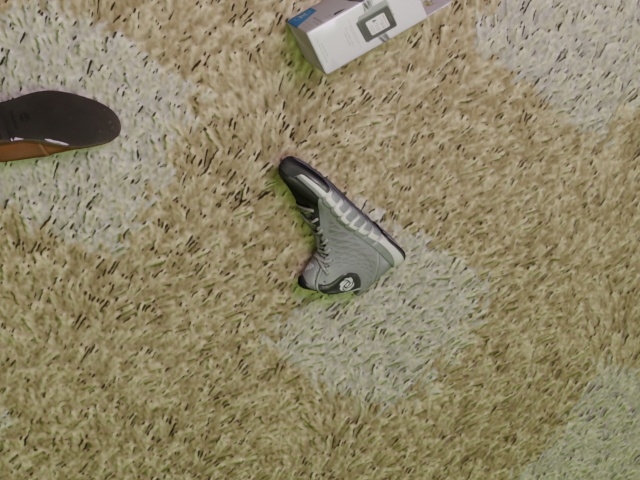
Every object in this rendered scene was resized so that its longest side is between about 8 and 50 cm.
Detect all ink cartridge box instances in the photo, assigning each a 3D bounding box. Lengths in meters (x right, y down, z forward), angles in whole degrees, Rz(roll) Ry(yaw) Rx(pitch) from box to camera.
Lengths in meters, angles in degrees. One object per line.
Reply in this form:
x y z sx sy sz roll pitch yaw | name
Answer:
0.059 -0.282 1.328 0.180 0.104 0.060 -30 114 -4 | ink cartridge box

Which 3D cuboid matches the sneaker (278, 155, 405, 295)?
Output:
0.000 0.000 1.430 0.132 0.086 0.228 -46 116 7 | sneaker

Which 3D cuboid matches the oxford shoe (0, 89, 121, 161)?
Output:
-0.347 -0.130 1.293 0.212 0.076 0.076 -5 67 -26 | oxford shoe
